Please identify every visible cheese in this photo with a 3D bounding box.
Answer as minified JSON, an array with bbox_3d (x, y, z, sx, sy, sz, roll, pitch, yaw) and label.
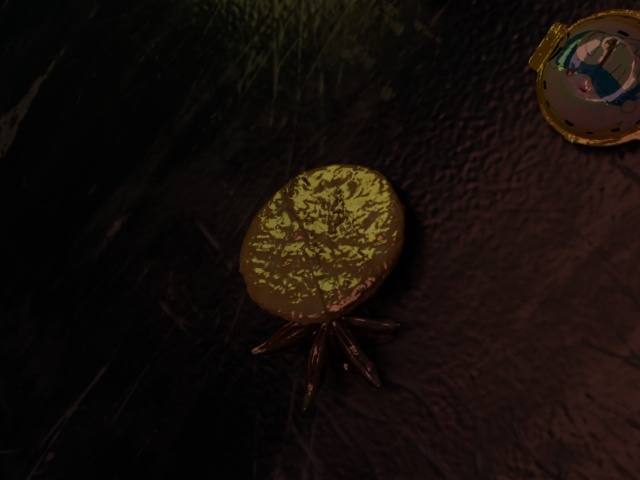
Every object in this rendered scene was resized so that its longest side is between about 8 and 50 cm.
[{"bbox_3d":[0.332,-0.154,0.864,0.250,0.064,0.156,38,102,26],"label":"cheese"}]

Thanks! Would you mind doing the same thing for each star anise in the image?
[{"bbox_3d":[0.005,0.104,0.980,0.204,0.061,0.180,36,78,25],"label":"star anise"}]

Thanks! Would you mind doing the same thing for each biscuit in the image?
[{"bbox_3d":[-0.001,-0.001,0.983,0.220,0.033,0.220,-12,57,20],"label":"biscuit"}]
